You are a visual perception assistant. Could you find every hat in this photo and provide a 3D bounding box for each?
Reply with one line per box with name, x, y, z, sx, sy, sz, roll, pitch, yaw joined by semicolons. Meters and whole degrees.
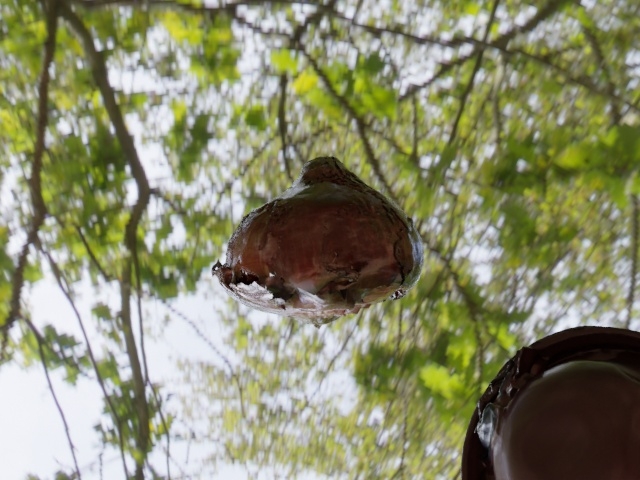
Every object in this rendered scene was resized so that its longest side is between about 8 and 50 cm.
hat;0.181;0.144;0.995;0.205;0.089;0.205;-13;-118;25

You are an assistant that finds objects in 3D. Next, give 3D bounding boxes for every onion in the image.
onion;0.000;0.000;1.265;0.184;0.184;0.147;-7;-102;-6
